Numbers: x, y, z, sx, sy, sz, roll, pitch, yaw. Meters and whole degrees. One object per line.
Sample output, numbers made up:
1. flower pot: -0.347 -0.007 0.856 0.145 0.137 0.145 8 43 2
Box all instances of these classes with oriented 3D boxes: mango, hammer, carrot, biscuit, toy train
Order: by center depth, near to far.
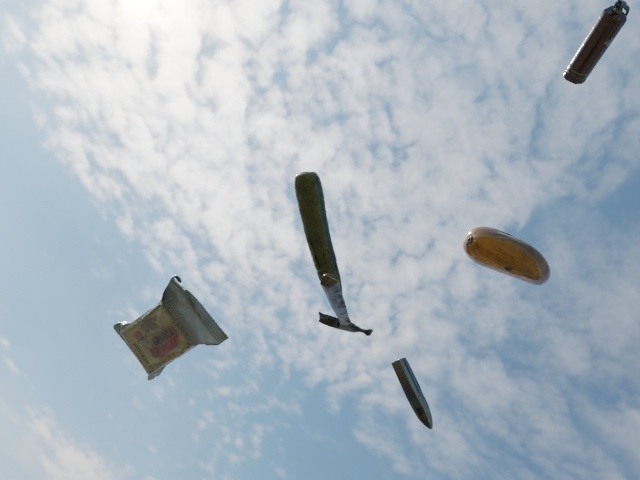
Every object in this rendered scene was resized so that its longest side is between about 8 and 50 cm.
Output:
1. hammer: 0.039 0.134 1.019 0.125 0.027 0.297 10 -23 14
2. biscuit: -0.370 0.215 1.217 0.309 0.079 0.186 -32 -86 37
3. carrot: 0.000 0.000 1.292 0.074 0.074 0.359 -10 -85 41
4. mango: 0.568 0.044 1.518 0.294 0.177 0.120 20 -86 -8
5. toy train: 0.324 0.535 1.764 0.055 0.048 0.252 -35 -115 24

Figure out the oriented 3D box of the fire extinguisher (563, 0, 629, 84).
1. fire extinguisher: 0.485 -0.348 0.884 0.158 0.064 0.043 105 -33 -54
